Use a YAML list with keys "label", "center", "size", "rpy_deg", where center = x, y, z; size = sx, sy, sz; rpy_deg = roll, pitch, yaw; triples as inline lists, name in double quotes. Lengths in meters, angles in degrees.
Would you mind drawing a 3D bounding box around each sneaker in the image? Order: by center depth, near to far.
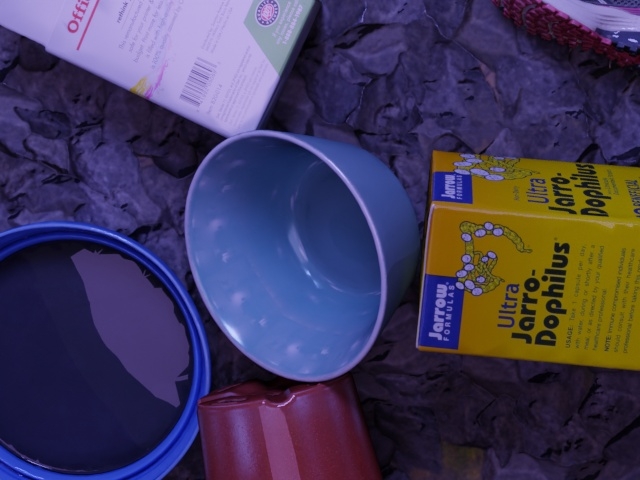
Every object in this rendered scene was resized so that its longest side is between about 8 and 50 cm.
- label: "sneaker"
  center: [0.341, -0.290, 1.517]
  size: [0.299, 0.121, 0.112]
  rpy_deg: [20, 85, -6]

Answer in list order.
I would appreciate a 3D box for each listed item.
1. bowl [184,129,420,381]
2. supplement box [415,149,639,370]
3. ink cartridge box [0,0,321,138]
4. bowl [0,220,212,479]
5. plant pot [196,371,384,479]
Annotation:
- label: "bowl"
  center: [0.000, 0.000, 1.518]
  size: [0.311, 0.163, 0.312]
  rpy_deg: [17, 117, 36]
- label: "supplement box"
  center: [0.301, 0.023, 1.499]
  size: [0.356, 0.194, 0.195]
  rpy_deg: [5, 114, 3]
- label: "ink cartridge box"
  center: [-0.200, -0.285, 1.547]
  size: [0.353, 0.119, 0.207]
  rpy_deg: [26, 99, 0]
- label: "bowl"
  center: [-0.334, 0.164, 1.648]
  size: [0.391, 0.077, 0.391]
  rpy_deg: [1, 99, 4]
- label: "plant pot"
  center: [-0.033, 0.308, 1.558]
  size: [0.272, 0.272, 0.265]
  rpy_deg: [-11, 93, 6]
